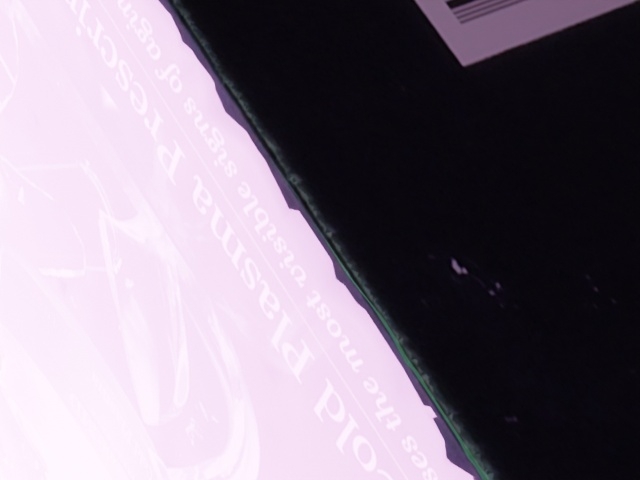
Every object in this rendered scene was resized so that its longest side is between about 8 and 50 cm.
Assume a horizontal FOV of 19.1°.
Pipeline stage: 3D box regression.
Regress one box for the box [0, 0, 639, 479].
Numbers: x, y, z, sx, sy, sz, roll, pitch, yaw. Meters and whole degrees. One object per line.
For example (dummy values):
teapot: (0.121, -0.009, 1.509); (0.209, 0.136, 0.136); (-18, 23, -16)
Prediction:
box: (0.000, 0.000, 0.588); (0.343, 0.179, 0.312); (56, 151, 21)
